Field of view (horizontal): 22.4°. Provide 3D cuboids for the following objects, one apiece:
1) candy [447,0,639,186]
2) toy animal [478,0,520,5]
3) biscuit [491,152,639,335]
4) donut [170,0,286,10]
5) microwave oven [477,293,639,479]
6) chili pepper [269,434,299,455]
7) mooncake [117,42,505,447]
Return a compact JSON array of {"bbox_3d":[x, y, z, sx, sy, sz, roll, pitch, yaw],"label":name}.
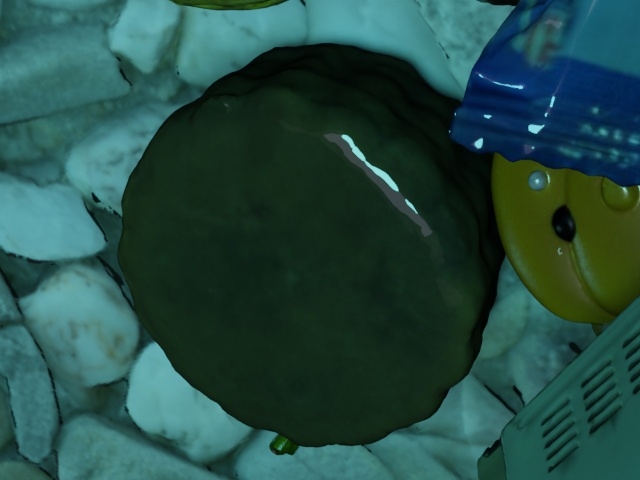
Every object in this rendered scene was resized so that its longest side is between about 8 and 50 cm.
[{"bbox_3d":[0.181,-0.183,0.735,0.187,0.077,0.331,11,102,-10],"label":"candy"},{"bbox_3d":[0.082,-0.169,0.842,0.137,0.098,0.098,7,116,39],"label":"toy animal"},{"bbox_3d":[0.164,-0.008,0.836,0.170,0.050,0.170,9,107,32],"label":"biscuit"},{"bbox_3d":[-0.079,-0.266,0.721,0.360,0.170,0.360,4,106,14],"label":"donut"},{"bbox_3d":[0.293,0.156,0.765,0.355,0.218,0.286,27,122,-20],"label":"microwave oven"},{"bbox_3d":[-0.012,0.106,1.040,0.027,0.022,0.083,21,123,12],"label":"chili pepper"},{"bbox_3d":[0.000,0.000,0.933,0.228,0.124,0.228,11,121,19],"label":"mooncake"}]
